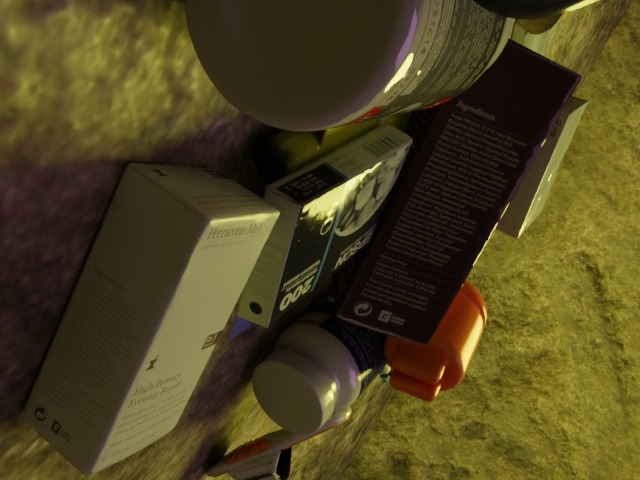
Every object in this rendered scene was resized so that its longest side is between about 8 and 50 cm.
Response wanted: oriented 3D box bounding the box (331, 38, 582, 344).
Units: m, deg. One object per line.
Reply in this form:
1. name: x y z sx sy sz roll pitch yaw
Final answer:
1. box: 0.147 -0.080 0.841 0.191 0.143 0.381 -95 -154 -63

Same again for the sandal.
1. sandal: -0.060 0.342 1.029 0.265 0.076 0.102 -27 174 16

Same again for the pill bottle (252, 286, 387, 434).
1. pill bottle: 0.021 0.171 1.014 0.264 0.153 0.153 -37 153 -49

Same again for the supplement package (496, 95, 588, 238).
1. supplement package: 0.259 -0.146 0.995 0.149 0.203 0.194 -30 141 -54

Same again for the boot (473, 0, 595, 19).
1. boot: 0.088 -0.330 0.160 0.367 0.146 0.445 -50 143 7

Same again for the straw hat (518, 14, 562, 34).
1. straw hat: 0.317 -0.392 0.995 0.061 0.144 0.144 -2 133 -21

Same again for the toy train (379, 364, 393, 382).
1. toy train: 0.172 0.324 1.753 0.080 0.105 0.184 -67 162 4

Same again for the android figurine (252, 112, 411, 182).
1. android figurine: 0.019 -0.100 0.711 0.273 0.056 0.248 -40 155 -43

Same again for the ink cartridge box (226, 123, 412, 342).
1. ink cartridge box: 0.000 0.000 0.681 0.206 0.045 0.208 -35 153 -46

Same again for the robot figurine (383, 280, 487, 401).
1. robot figurine: 0.178 0.137 0.990 0.128 0.158 0.219 -18 -156 41

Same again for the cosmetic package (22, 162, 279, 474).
1. cosmetic package: -0.134 0.058 0.527 0.231 0.085 0.117 -62 162 16

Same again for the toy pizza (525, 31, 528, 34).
1. toy pizza: 0.375 -0.442 1.079 0.201 0.032 0.201 22 90 -83

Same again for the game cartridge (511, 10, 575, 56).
1. game cartridge: 0.466 -0.474 1.279 0.297 0.062 0.198 -54 166 -12

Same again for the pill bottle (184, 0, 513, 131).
1. pill bottle: 0.047 -0.174 0.487 0.283 0.161 0.161 -26 145 -58
